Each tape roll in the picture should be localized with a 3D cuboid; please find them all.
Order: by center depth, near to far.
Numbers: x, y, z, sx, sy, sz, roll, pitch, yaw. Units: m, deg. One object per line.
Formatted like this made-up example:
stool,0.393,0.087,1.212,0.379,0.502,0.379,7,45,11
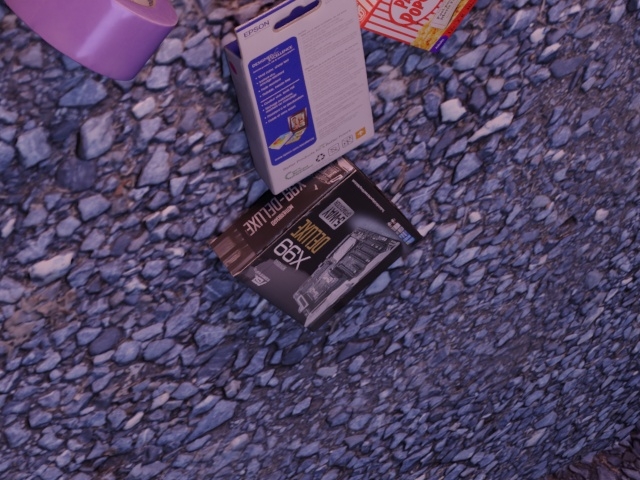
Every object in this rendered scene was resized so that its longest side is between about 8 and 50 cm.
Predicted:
tape roll,-0.250,-0.261,1.634,0.080,0.189,0.189,-48,149,17

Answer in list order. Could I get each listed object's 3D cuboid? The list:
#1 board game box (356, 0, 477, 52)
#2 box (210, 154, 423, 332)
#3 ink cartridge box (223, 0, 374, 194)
board game box,0.137,-0.341,2.093,0.193,0.045,0.147,8,126,-52
box,0.000,0.000,2.370,0.242,0.076,0.307,-41,150,4
ink cartridge box,-0.027,-0.220,2.058,0.176,0.069,0.371,-31,152,-12
